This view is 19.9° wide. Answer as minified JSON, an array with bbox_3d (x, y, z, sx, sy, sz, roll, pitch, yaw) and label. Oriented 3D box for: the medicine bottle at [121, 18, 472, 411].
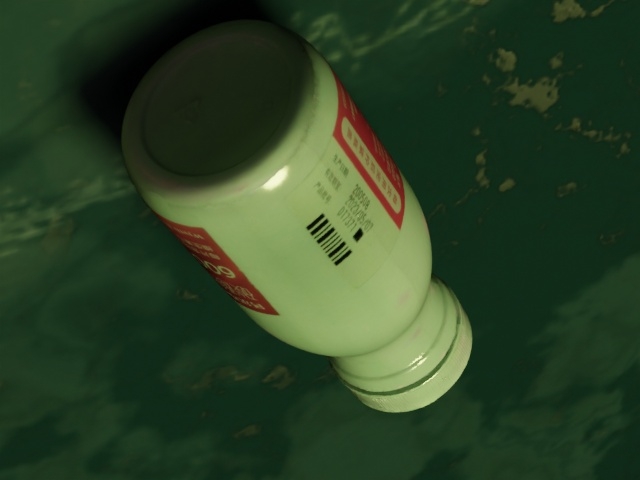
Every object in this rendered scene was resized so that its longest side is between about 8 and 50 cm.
[{"bbox_3d":[0.000,0.000,0.781,0.090,0.090,0.216,-35,143,2],"label":"medicine bottle"}]
